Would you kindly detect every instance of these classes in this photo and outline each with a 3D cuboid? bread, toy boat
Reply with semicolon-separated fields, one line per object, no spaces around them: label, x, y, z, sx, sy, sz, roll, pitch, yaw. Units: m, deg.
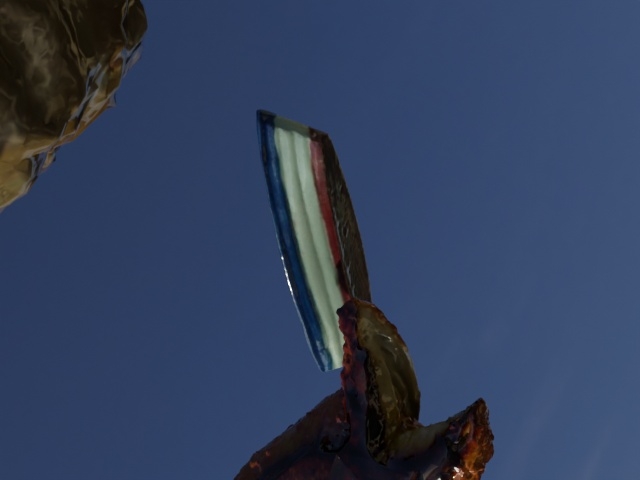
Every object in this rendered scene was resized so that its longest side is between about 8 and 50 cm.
bread;0.019;0.162;1.087;0.095;0.139;0.269;-24;-29;-56
toy boat;0.000;0.000;1.148;0.229;0.046;0.080;77;-152;-43

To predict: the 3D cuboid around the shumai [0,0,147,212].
shumai;-0.190;0.009;0.573;0.314;0.267;0.262;-6;-79;-77
